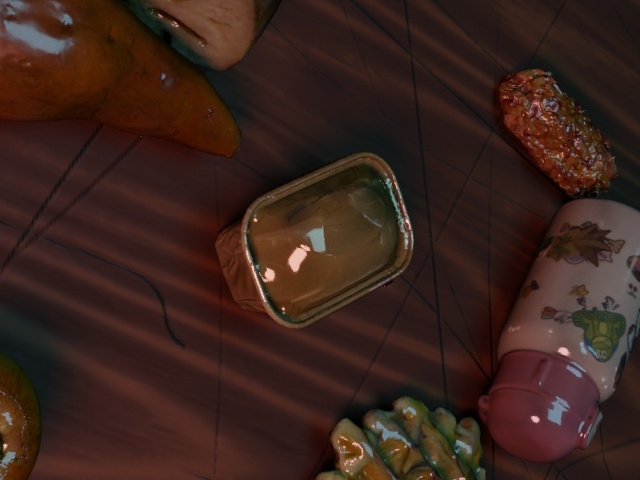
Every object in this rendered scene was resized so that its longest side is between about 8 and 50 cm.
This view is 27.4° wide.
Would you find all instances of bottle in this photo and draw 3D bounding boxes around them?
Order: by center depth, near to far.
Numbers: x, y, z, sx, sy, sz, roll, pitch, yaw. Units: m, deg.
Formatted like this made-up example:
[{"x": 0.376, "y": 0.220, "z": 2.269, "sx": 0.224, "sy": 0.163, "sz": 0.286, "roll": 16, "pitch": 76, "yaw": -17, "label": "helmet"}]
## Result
[{"x": 0.230, "y": 0.087, "z": 1.209, "sx": 0.120, "sy": 0.120, "sz": 0.253, "roll": 45, "pitch": 56, "yaw": -27, "label": "bottle"}]

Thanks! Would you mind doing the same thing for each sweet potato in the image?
[{"x": -0.191, "y": -0.132, "z": 0.878, "sx": 0.359, "sy": 0.112, "sz": 0.112, "roll": 7, "pitch": 78, "yaw": -38, "label": "sweet potato"}]

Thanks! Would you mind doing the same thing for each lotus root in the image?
[{"x": -0.111, "y": -0.234, "z": 0.961, "sx": 0.235, "sy": 0.138, "sz": 0.119, "roll": 35, "pitch": 51, "yaw": -26, "label": "lotus root"}]

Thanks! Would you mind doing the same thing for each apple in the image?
[{"x": -0.224, "y": 0.119, "z": 0.812, "sx": 0.099, "sy": 0.102, "sz": 0.114, "roll": -7, "pitch": 95, "yaw": -30, "label": "apple"}]

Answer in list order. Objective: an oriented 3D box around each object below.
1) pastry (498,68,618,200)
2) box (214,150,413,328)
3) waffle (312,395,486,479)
[{"x": 0.242, "y": -0.100, "z": 1.289, "sx": 0.169, "sy": 0.063, "sz": 0.087, "roll": 41, "pitch": 56, "yaw": -28, "label": "pastry"}, {"x": 0.000, "y": 0.000, "z": 1.027, "sx": 0.177, "sy": 0.111, "sz": 0.111, "roll": -27, "pitch": 101, "yaw": -41, "label": "box"}, {"x": 0.075, "y": 0.241, "z": 1.086, "sx": 0.204, "sy": 0.054, "sz": 0.224, "roll": 6, "pitch": 80, "yaw": -41, "label": "waffle"}]
